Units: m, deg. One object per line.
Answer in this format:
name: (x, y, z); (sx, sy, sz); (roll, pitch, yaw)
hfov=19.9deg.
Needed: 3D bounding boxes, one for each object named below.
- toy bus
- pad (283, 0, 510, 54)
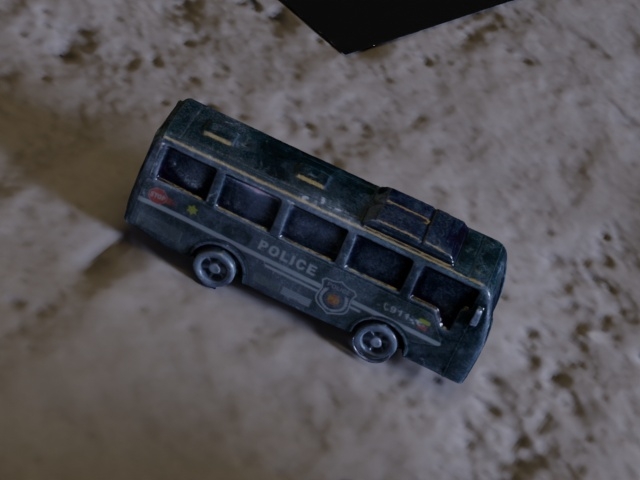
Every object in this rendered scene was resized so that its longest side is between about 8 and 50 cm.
toy bus: (0.000, 0.000, 0.781); (0.166, 0.065, 0.047); (25, 36, 2)
pad: (0.032, -0.164, 1.047); (0.127, 0.004, 0.190); (43, 41, 22)
